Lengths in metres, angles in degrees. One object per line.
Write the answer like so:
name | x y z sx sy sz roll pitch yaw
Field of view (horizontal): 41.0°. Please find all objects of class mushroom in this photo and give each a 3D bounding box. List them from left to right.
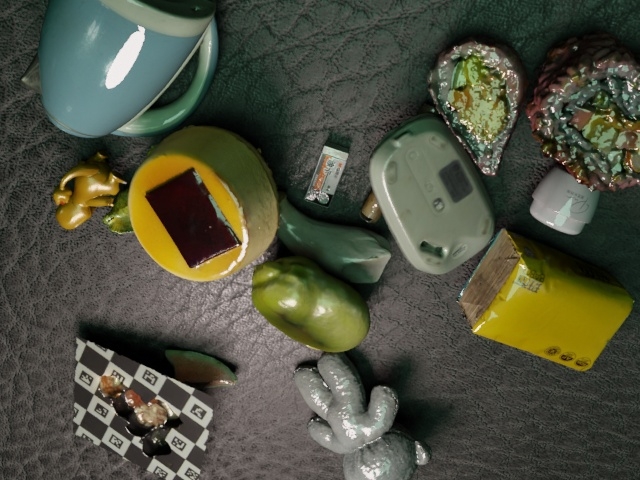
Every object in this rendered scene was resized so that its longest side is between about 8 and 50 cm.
mushroom | 0.000 0.000 1.661 0.270 0.103 0.118 23 117 0

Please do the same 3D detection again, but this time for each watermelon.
watermelon | -0.257 0.297 1.852 0.155 0.080 0.101 -1 128 -8

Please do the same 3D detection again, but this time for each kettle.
kettle | -0.331 -0.313 1.483 0.319 0.247 0.342 15 128 -31

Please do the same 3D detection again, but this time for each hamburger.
hamburger | -0.213 -0.072 1.586 0.300 0.176 0.300 11 117 21

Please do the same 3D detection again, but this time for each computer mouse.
computer mouse | 0.205 -0.080 1.583 0.197 0.095 0.331 -34 121 -7

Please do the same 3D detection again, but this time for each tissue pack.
tissue pack | 0.428 0.119 1.634 0.270 0.134 0.192 20 116 -18

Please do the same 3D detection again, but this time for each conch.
conch | -0.374 -0.053 1.682 0.121 0.074 0.089 -34 98 15

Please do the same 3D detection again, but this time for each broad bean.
broad bean | -0.021 0.127 1.659 0.238 0.119 0.291 6 152 25

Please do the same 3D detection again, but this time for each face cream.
face cream | 0.450 -0.075 1.569 0.117 0.117 0.104 21 109 -5

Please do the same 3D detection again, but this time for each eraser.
eraser | 0.012 -0.125 1.635 0.052 0.029 0.122 19 116 -4

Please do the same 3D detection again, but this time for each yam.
yam | 0.149 -0.144 1.603 0.046 0.046 0.264 27 116 -8

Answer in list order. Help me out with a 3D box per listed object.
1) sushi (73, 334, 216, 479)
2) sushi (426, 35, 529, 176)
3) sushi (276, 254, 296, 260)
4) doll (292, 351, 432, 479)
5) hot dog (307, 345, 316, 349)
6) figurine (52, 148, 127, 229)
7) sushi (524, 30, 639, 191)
sushi | -0.383 0.372 1.893 0.339 0.069 0.320 21 125 12
sushi | 0.298 -0.245 1.497 0.161 0.107 0.241 -31 96 21
sushi | -0.056 0.052 1.730 0.083 0.044 0.046 -9 93 8
doll | 0.090 0.385 1.834 0.246 0.158 0.340 -40 78 27
hot dog | 0.013 0.212 1.800 0.090 0.030 0.034 -11 116 11
figurine | -0.467 -0.088 1.648 0.121 0.122 0.176 51 122 18
sushi | 0.494 -0.224 1.464 0.270 0.171 0.236 35 114 -14
